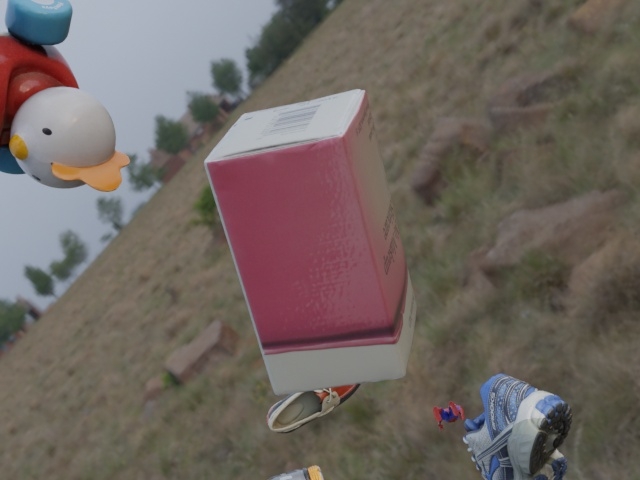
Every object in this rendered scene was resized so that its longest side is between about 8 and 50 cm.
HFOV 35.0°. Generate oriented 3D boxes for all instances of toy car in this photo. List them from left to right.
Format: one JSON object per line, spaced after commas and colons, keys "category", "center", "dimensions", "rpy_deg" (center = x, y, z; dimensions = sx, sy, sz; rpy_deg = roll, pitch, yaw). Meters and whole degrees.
{"category": "toy car", "center": [-0.319, -0.125, 1.115], "dimensions": [0.210, 0.238, 0.219], "rpy_deg": [-21, -39, -49]}

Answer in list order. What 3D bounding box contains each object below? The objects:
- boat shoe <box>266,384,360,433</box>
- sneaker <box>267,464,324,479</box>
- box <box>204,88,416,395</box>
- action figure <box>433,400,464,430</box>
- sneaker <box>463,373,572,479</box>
{"category": "boat shoe", "center": [-0.005, 0.191, 1.234], "dimensions": [0.137, 0.049, 0.043], "rpy_deg": [-31, 0, -2]}
{"category": "sneaker", "center": [-0.058, 0.422, 1.528], "dimensions": [0.084, 0.083, 0.215], "rpy_deg": [-121, 39, -53]}
{"category": "box", "center": [0.000, 0.000, 0.922], "dimensions": [0.127, 0.232, 0.148], "rpy_deg": [-10, 22, 14]}
{"category": "action figure", "center": [0.169, 0.230, 1.334], "dimensions": [0.038, 0.030, 0.115], "rpy_deg": [-24, -14, 6]}
{"category": "sneaker", "center": [0.119, 0.130, 0.632], "dimensions": [0.052, 0.058, 0.135], "rpy_deg": [-33, -39, -30]}
